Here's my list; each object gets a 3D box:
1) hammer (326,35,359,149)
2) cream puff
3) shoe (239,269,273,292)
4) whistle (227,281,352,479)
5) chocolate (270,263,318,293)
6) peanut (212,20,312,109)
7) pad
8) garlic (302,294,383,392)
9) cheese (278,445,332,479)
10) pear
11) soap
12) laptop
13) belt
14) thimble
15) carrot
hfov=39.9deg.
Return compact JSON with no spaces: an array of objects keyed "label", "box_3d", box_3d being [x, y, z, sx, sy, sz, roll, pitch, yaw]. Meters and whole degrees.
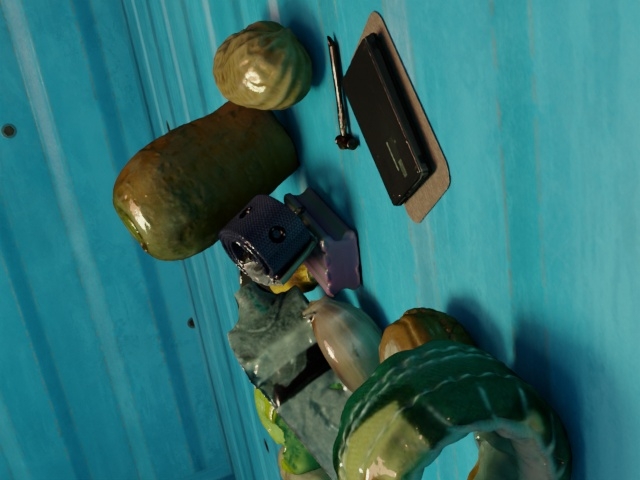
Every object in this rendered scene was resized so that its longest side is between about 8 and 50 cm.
[{"label":"hammer","box_3d":[0.030,-0.225,1.353,0.065,0.021,0.178,-142,41,-62]},{"label":"cream puff","box_3d":[0.151,0.164,1.172,0.150,0.115,0.165,102,157,-46]},{"label":"shoe","box_3d":[-0.136,0.139,2.105,0.098,0.103,0.275,-109,12,-60]},{"label":"whistle","box_3d":[-0.025,0.255,1.648,0.405,0.168,0.188,54,180,33]},{"label":"chocolate","box_3d":[-0.046,0.071,1.783,0.219,0.085,0.086,162,91,-72]},{"label":"peanut","box_3d":[-0.107,-0.301,1.514,0.325,0.140,0.153,-136,49,-66]},{"label":"pad","box_3d":[0.102,-0.164,1.203,0.176,0.002,0.266,118,133,-67]},{"label":"garlic","box_3d":[0.071,0.219,1.518,0.267,0.128,0.148,66,-161,-9]},{"label":"cheese","box_3d":[0.007,0.670,2.102,0.351,0.129,0.329,-170,66,-73]},{"label":"pear","box_3d":[-0.058,0.344,1.928,0.282,0.176,0.287,-146,43,-68]},{"label":"soap","box_3d":[0.000,0.000,1.580,0.203,0.065,0.122,-131,30,-54]},{"label":"laptop","box_3d":[0.086,-0.160,1.207,0.154,0.026,0.207,129,122,-69]},{"label":"belt","box_3d":[-0.089,-0.005,1.541,0.140,0.126,0.230,47,165,-6]},{"label":"thimble","box_3d":[0.157,0.268,1.026,0.288,0.254,0.167,60,173,-25]},{"label":"carrot","box_3d":[-0.213,-0.117,1.644,0.224,0.340,0.224,46,160,22]}]
